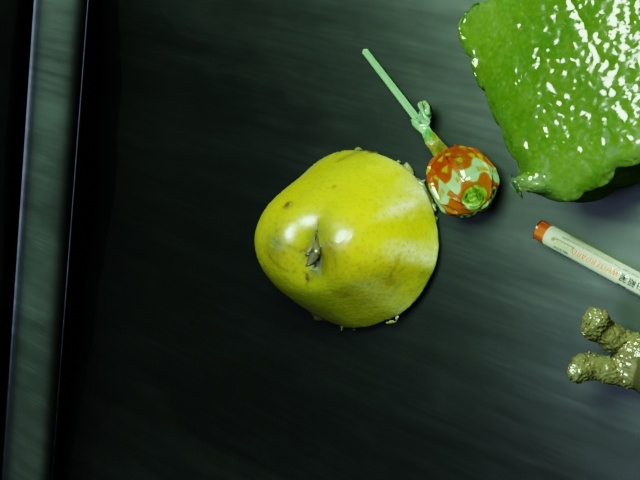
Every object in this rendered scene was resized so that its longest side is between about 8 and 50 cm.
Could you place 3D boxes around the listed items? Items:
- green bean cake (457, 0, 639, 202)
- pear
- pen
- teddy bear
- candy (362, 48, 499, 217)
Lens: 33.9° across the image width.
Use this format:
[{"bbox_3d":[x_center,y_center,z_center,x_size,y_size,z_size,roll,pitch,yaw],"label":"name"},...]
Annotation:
[{"bbox_3d":[0.304,-0.187,1.119,0.247,0.156,0.249,-31,76,33],"label":"green bean cake"},{"bbox_3d":[0.002,-0.002,1.354,0.267,0.178,0.266,0,89,38],"label":"pear"},{"bbox_3d":[0.340,0.039,1.183,0.239,0.028,0.028,33,113,35],"label":"pen"},{"bbox_3d":[0.360,0.138,1.163,0.160,0.078,0.119,18,94,15],"label":"teddy bear"},{"bbox_3d":[0.129,-0.144,1.323,0.078,0.084,0.287,-48,57,26],"label":"candy"}]
